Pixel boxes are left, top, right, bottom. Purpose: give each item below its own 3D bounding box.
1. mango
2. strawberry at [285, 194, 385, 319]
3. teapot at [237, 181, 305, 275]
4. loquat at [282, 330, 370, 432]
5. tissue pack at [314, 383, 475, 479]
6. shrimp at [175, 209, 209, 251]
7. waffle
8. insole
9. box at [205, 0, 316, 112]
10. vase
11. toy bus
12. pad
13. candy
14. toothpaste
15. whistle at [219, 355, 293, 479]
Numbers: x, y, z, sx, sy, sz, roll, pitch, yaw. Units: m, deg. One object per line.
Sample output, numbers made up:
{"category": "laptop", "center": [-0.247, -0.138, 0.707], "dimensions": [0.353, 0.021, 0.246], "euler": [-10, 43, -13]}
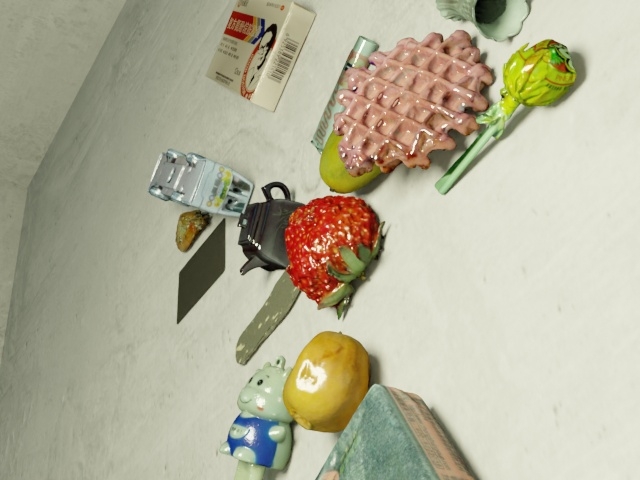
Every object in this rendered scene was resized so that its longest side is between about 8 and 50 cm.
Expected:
{"category": "mango", "center": [0.068, -0.151, 1.314], "dimensions": [0.191, 0.085, 0.122], "euler": [-52, 18, 25]}
{"category": "strawberry", "center": [0.006, -0.014, 1.327], "dimensions": [0.174, 0.098, 0.228], "euler": [-53, 32, 28]}
{"category": "teapot", "center": [-0.098, -0.020, 1.522], "dimensions": [0.087, 0.096, 0.177], "euler": [-9, 64, 60]}
{"category": "loquat", "center": [0.011, 0.185, 1.167], "dimensions": [0.113, 0.137, 0.137], "euler": [15, 85, 27]}
{"category": "tissue pack", "center": [0.089, 0.335, 0.941], "dimensions": [0.228, 0.103, 0.316], "euler": [-62, 28, 18]}
{"category": "shrimp", "center": [-0.278, -0.028, 1.922], "dimensions": [0.184, 0.043, 0.091], "euler": [-29, 55, 60]}
{"category": "waffle", "center": [0.122, -0.192, 1.206], "dimensions": [0.234, 0.055, 0.221], "euler": [-13, 55, 25]}
{"category": "insole", "center": [-0.080, 0.117, 1.491], "dimensions": [0.248, 0.011, 0.081], "euler": [-53, 31, 28]}
{"category": "box", "center": [-0.138, -0.412, 1.894], "dimensions": [0.214, 0.069, 0.353], "euler": [-66, 29, 8]}
{"category": "vase", "center": [0.209, -0.319, 1.192], "dimensions": [0.081, 0.081, 0.149], "euler": [-63, 24, 12]}
{"category": "toy bus", "center": [-0.254, -0.114, 1.824], "dimensions": [0.329, 0.136, 0.109], "euler": [17, 85, 63]}
{"category": "pad", "center": [-0.249, 0.065, 1.841], "dimensions": [0.211, 0.003, 0.143], "euler": [-46, 36, 39]}
{"category": "candy", "center": [0.212, -0.143, 1.088], "dimensions": [0.262, 0.077, 0.073], "euler": [-53, 47, 44]}
{"category": "toothpaste", "center": [0.036, -0.245, 1.500], "dimensions": [0.205, 0.036, 0.056], "euler": [-64, 30, 20]}
{"category": "whistle", "center": [-0.092, 0.288, 1.311], "dimensions": [0.110, 0.092, 0.244], "euler": [4, 74, 51]}
